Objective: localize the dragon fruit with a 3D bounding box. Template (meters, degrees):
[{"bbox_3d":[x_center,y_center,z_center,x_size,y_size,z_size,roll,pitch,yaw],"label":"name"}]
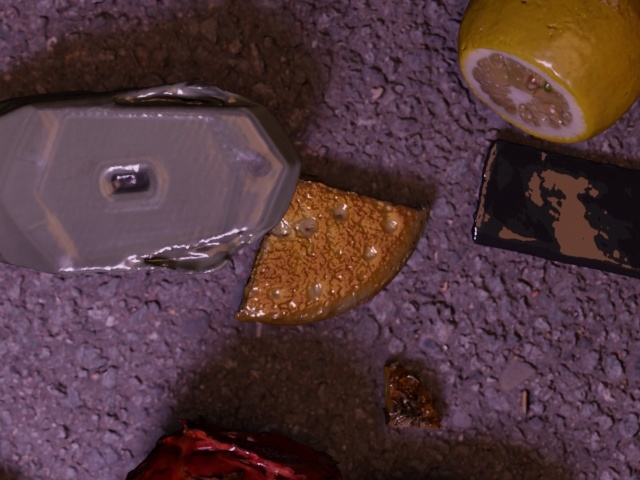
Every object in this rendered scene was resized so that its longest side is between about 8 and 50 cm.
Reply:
[{"bbox_3d":[-0.111,0.358,1.461,0.295,0.295,0.302,34,101,-9],"label":"dragon fruit"}]

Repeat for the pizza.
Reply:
[{"bbox_3d":[0.000,0.000,1.567,0.292,0.058,0.197,-32,97,-8],"label":"pizza"}]

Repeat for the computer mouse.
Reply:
[{"bbox_3d":[-0.233,-0.078,1.486,0.429,0.145,0.228,-4,101,3],"label":"computer mouse"}]

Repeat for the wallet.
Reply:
[{"bbox_3d":[0.344,-0.039,1.635,0.285,0.030,0.146,12,94,-9],"label":"wallet"}]

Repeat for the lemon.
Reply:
[{"bbox_3d":[0.304,-0.257,1.516,0.240,0.240,0.219,39,74,-9],"label":"lemon"}]

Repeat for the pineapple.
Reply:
[{"bbox_3d":[0.107,0.220,1.581,0.077,0.114,0.114,-33,94,13],"label":"pineapple"}]
